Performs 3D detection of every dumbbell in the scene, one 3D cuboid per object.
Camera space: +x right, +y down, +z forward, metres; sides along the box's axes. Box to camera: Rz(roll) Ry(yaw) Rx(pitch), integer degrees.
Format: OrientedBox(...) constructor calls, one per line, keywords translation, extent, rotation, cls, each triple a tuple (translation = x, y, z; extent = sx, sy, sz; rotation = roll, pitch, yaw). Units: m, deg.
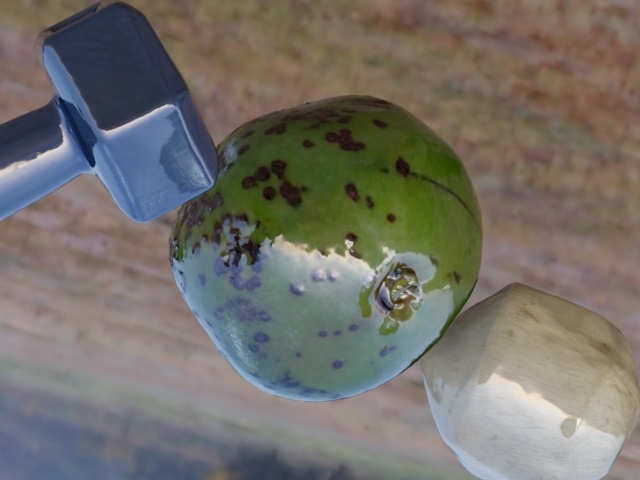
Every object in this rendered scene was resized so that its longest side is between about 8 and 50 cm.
OrientedBox(translation=(-0.230, -0.034, 1.197), extent=(0.156, 0.316, 0.143), rotation=(61, 174, 16), cls="dumbbell")

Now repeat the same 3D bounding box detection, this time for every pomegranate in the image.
OrientedBox(translation=(0.000, 0.000, 1.474), extent=(0.254, 0.254, 0.270), rotation=(20, -176, -27), cls="pomegranate")

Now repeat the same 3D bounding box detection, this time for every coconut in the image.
OrientedBox(translation=(0.199, 0.146, 1.805), extent=(0.224, 0.224, 0.224), rotation=(18, 177, 1), cls="coconut")
